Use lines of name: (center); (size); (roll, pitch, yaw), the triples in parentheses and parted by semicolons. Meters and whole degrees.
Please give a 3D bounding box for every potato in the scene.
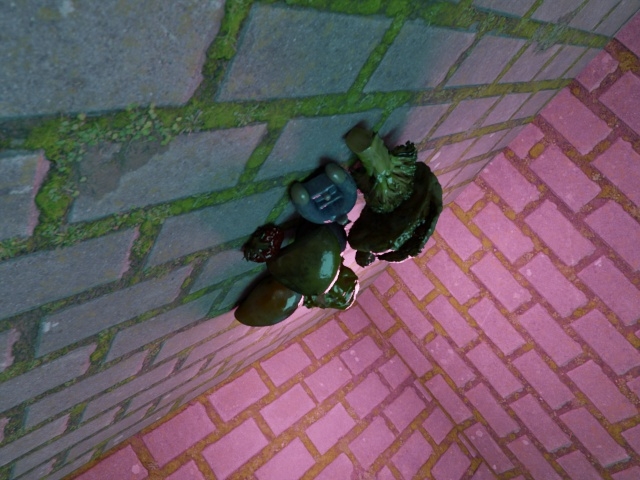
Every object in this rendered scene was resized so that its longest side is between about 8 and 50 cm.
potato: (-0.046, 0.060, 1.725); (0.255, 0.269, 0.112); (-60, -174, 37)

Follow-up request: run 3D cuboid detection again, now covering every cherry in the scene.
cherry: (0.000, 0.000, 1.859); (0.213, 0.183, 0.266); (-43, 145, -12)

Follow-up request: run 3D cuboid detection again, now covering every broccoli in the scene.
broccoli: (0.176, -0.236, 1.601); (0.361, 0.221, 0.252); (2, 130, -52)

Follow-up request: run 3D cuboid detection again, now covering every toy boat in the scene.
toy boat: (0.028, -0.129, 1.607); (0.215, 0.123, 0.330); (-31, 163, 1)

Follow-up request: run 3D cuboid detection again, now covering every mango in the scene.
mango: (-0.221, 0.268, 2.106); (0.384, 0.199, 0.221); (-32, 175, 25)

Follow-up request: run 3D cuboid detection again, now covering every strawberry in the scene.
strawberry: (-0.169, 0.017, 1.692); (0.167, 0.087, 0.208); (-49, 164, 28)

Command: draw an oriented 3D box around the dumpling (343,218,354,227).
dumpling: (-0.014, 0.010, 2.036); (0.332, 0.086, 0.166); (-37, -178, -12)

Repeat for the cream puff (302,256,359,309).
cream puff: (0.046, 0.173, 2.249); (0.269, 0.274, 0.323); (3, 149, -3)

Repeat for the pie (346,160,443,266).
pie: (0.275, -0.119, 1.817); (0.395, 0.180, 0.418); (-15, -128, 53)
